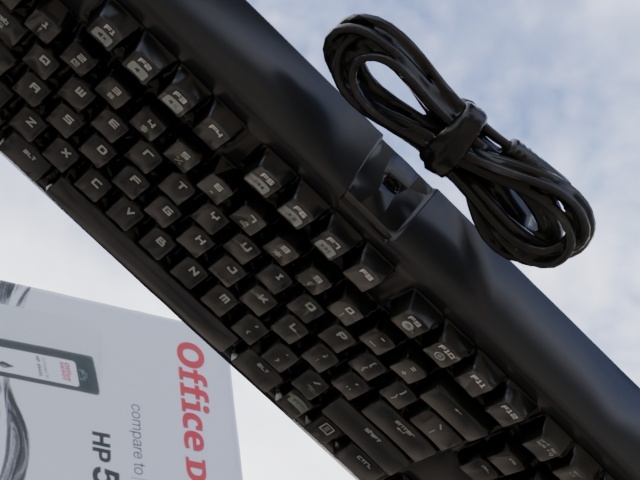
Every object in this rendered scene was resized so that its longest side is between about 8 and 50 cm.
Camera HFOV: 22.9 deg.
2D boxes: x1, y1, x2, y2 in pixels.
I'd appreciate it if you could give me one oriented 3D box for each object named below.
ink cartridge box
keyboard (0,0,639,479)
[{"bbox_3d":[-0.135,0.092,0.604,0.203,0.148,0.086,13,-47,-24],"label":"ink cartridge box"},{"bbox_3d":[0.000,0.000,0.330,0.180,0.023,0.108,43,-47,-13],"label":"keyboard"}]
